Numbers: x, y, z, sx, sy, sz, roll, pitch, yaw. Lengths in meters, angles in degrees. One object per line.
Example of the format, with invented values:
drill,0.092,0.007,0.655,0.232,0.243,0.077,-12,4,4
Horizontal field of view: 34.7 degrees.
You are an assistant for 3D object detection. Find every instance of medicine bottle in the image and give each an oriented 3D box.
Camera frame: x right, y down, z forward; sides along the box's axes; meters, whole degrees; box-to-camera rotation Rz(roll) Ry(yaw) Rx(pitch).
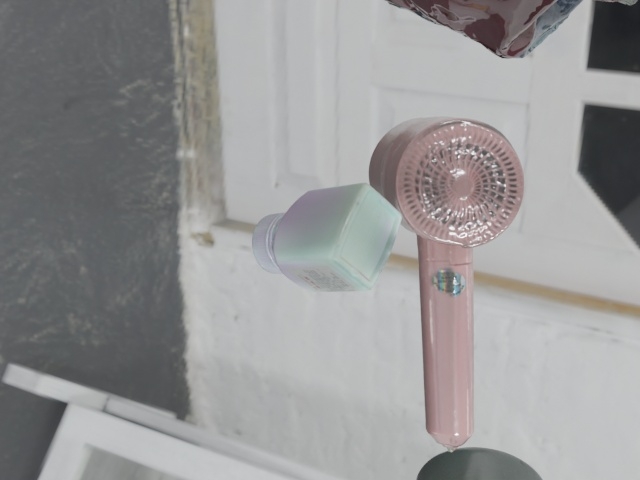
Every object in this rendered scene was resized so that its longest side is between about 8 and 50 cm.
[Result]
medicine bottle,0.000,0.000,0.821,0.055,0.118,0.074,39,63,-33

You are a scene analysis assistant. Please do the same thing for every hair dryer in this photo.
hair dryer,0.124,0.047,1.076,0.210,0.125,0.352,-129,-142,-81

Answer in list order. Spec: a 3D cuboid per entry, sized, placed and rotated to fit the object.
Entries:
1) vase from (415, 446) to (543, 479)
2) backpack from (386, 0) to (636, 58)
vase,0.182,0.421,1.231,0.321,0.173,0.173,-73,155,-49
backpack,0.127,-0.261,0.400,0.317,0.197,0.283,-52,160,-15
